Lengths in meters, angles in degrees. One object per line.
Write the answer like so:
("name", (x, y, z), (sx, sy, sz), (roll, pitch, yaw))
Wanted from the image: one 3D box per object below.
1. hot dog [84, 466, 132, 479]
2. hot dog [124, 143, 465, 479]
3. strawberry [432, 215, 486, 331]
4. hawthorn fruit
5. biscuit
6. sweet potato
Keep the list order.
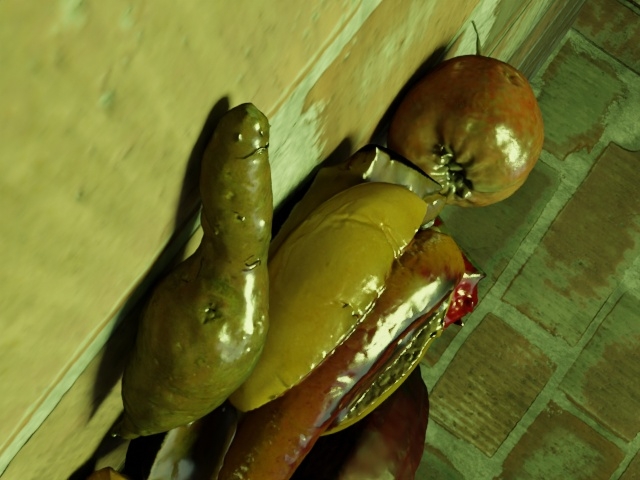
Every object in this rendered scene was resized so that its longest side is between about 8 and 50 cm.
("hot dog", (-0.162, 0.261, 0.675), (0.072, 0.115, 0.269), (-52, 171, -31))
("hot dog", (0.015, 0.082, 0.624), (0.194, 0.107, 0.326), (31, 86, -44))
("strawberry", (0.082, 0.038, 0.984), (0.201, 0.187, 0.184), (-24, -173, -10))
("hawthorn fruit", (0.152, -0.112, 0.778), (0.189, 0.149, 0.149), (-44, 169, -28))
("biscuit", (-0.042, 0.263, 0.825), (0.407, 0.091, 0.407), (-48, -171, 10))
("sweet potato", (-0.060, 0.038, 0.448), (0.075, 0.074, 0.269), (-44, 165, -50))
